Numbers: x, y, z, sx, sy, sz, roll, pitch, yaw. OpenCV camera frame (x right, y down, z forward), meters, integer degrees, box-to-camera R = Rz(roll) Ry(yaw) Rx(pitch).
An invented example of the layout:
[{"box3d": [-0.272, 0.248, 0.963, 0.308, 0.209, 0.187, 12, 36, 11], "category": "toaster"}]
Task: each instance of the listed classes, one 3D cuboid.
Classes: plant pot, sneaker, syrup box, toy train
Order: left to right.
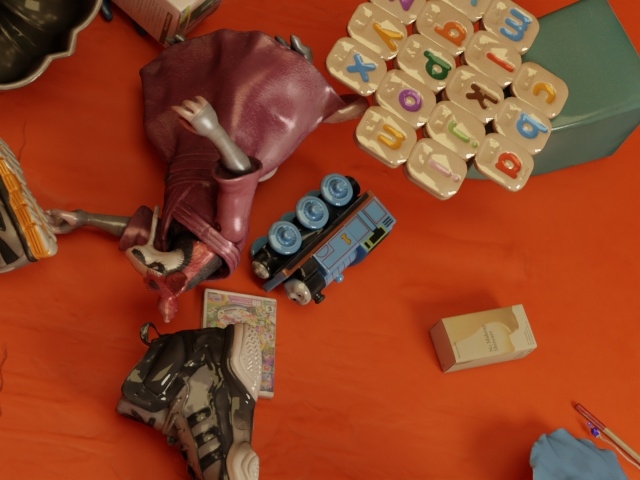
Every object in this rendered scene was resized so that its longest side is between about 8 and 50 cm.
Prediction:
[{"box3d": [-0.369, -0.057, 1.771, 0.083, 0.084, 0.215, -31, 64, 3], "category": "sneaker"}, {"box3d": [-0.230, -0.350, 1.935, 0.237, 0.096, 0.093, 41, 62, 7], "category": "syrup box"}, {"box3d": [-0.145, 0.212, 1.715, 0.153, 0.101, 0.269, 6, 66, -9], "category": "sneaker"}, {"box3d": [0.000, 0.000, 1.886, 0.105, 0.080, 0.184, 47, 58, -1], "category": "toy train"}, {"box3d": [0.268, -0.179, 2.034, 0.234, 0.165, 0.166, -19, 73, -22], "category": "plant pot"}]

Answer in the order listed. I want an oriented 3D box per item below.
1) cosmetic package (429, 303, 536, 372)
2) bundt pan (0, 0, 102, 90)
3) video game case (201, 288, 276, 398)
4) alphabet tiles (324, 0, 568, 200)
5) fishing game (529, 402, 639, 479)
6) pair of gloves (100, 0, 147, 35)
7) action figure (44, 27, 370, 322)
[{"box3d": [0.195, 0.117, 1.922, 0.115, 0.041, 0.060, -10, 69, -25], "category": "cosmetic package"}, {"box3d": [-0.409, -0.315, 1.816, 0.330, 0.124, 0.331, 1, 86, -14], "category": "bundt pan"}, {"box3d": [-0.094, 0.117, 1.828, 0.087, 0.011, 0.122, 10, 62, -17], "category": "video game case"}, {"box3d": [0.151, -0.191, 1.909, 0.278, 0.021, 0.284, 31, 64, -6], "category": "alphabet tiles"}, {"box3d": [0.312, 0.298, 1.842, 0.189, 0.041, 0.264, 40, 32, 3], "category": "fishing game"}, {"box3d": [-0.211, -0.342, 2.006, 0.198, 0.023, 0.159, -36, 81, -32], "category": "pair of gloves"}, {"box3d": [-0.130, -0.061, 1.832, 0.275, 0.248, 0.370, 33, 52, -35], "category": "action figure"}]
